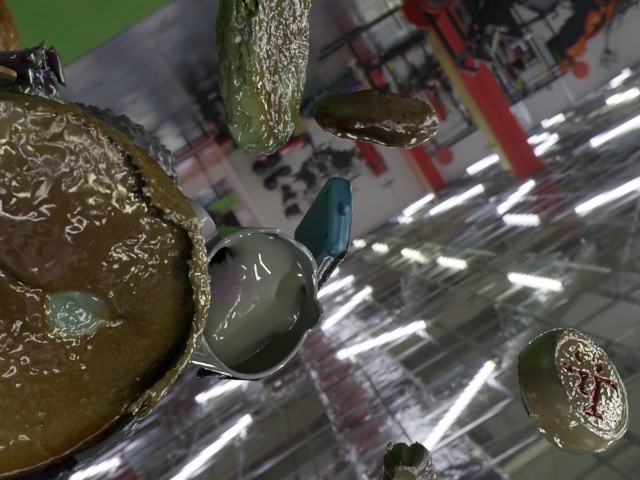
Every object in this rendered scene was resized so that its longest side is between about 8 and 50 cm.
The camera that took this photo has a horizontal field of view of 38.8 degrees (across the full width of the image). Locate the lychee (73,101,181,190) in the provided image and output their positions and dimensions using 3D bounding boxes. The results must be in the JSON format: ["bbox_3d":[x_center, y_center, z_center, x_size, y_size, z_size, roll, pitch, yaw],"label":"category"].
[{"bbox_3d":[-0.499,-0.108,1.946,0.380,0.432,0.380,-35,154,-21],"label":"lychee"}]

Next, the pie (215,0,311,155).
[{"bbox_3d":[-0.071,-0.252,1.138,0.071,0.306,0.306,1,-168,13],"label":"pie"}]

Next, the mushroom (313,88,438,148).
[{"bbox_3d":[0.096,-0.193,1.463,0.094,0.210,0.072,-91,-167,-45],"label":"mushroom"}]

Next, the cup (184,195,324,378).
[{"bbox_3d":[-0.171,0.059,1.359,0.258,0.289,0.219,3,-141,49],"label":"cup"}]

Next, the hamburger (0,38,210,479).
[{"bbox_3d":[-0.236,0.018,0.684,0.277,0.317,0.195,-26,-158,-23],"label":"hamburger"}]

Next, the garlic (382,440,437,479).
[{"bbox_3d":[0.196,0.526,2.103,0.127,0.131,0.194,-4,-173,-10],"label":"garlic"}]

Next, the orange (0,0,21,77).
[{"bbox_3d":[-0.469,-0.157,0.947,0.335,0.262,0.196,-16,166,-5],"label":"orange"}]

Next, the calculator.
[{"bbox_3d":[0.000,0.000,1.694,0.051,0.172,0.293,11,151,-14],"label":"calculator"}]

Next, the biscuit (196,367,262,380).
[{"bbox_3d":[-0.195,0.192,1.963,0.151,0.235,0.063,-11,158,27],"label":"biscuit"}]

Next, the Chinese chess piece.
[{"bbox_3d":[0.492,0.295,1.773,0.103,0.249,0.250,-35,-179,38],"label":"Chinese chess piece"}]
